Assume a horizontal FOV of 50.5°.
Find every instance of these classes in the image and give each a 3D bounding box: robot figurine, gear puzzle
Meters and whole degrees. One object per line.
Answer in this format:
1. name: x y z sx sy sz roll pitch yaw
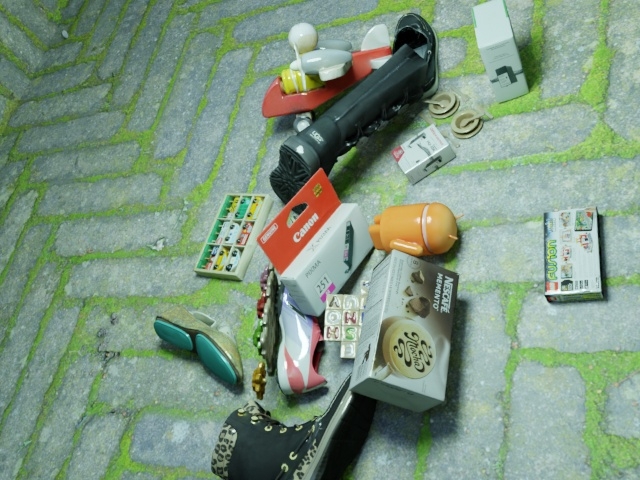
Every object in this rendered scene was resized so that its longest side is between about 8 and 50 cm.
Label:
1. robot figurine: 0.227 -0.023 1.612 0.219 0.158 0.128 -5 86 29
2. gear puzzle: -0.135 0.228 1.615 0.044 0.175 0.338 -2 49 6

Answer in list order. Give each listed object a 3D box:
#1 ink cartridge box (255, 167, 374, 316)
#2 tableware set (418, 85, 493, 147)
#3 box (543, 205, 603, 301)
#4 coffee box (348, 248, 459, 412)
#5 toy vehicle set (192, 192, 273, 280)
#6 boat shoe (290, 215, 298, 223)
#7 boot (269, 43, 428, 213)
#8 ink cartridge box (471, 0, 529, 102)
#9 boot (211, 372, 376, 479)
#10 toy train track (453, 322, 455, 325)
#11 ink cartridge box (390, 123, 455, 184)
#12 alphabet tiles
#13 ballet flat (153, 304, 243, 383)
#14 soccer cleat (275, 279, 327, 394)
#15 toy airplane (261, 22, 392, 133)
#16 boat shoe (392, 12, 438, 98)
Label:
1. ink cartridge box: 0.000 0.000 1.614 0.060 0.239 0.275 5 45 44
2. tableware set: 0.353 -0.342 1.802 0.128 0.039 0.194 -40 48 3
3. box: 0.536 0.028 1.446 0.114 0.036 0.207 -7 57 28
4. coffee box: 0.182 0.190 1.441 0.119 0.168 0.297 127 160 -58
5. toy vehicle set: -0.251 -0.016 1.965 0.166 0.035 0.266 3 62 34
6. boat shoe: -0.022 -0.023 1.820 0.049 0.056 0.152 -42 57 -6
7. boot: 0.076 -0.291 1.832 0.146 0.367 0.445 45 71 3
8. ink cartridge box: 0.455 -0.477 1.717 0.087 0.208 0.153 -15 55 20
9. boot: -0.062 0.425 1.496 0.284 0.138 0.377 19 78 39
10. toy train track: 0.271 0.215 1.500 0.048 0.014 0.083 26 73 33
11. ink cartridge box: 0.267 -0.225 1.767 0.135 0.056 0.099 -34 48 9
12. alphabet tiles: 0.129 0.179 1.554 0.237 0.009 0.198 2 59 4
13. ballet flat: -0.295 0.256 1.774 0.349 0.123 0.123 21 73 37
14. soccer cleat: -0.043 0.215 1.648 0.117 0.108 0.318 -9 57 12
15. toy airplane: 0.023 -0.510 1.939 0.384 0.272 0.386 -44 18 -29
16. boat shoe: 0.263 -0.561 1.953 0.127 0.113 0.340 -14 54 24
